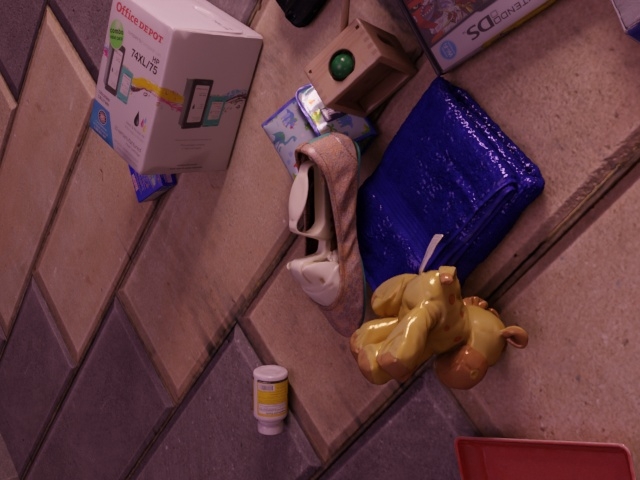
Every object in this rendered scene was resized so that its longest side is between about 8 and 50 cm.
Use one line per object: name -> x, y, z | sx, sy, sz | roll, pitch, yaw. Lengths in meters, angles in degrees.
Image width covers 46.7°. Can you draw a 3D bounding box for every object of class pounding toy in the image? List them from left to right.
pounding toy -> 0.050, -0.262, 1.055 | 0.130, 0.141, 0.100 | -39, 69, 28

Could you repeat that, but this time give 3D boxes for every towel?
towel -> 0.147, -0.046, 1.051 | 0.228, 0.076, 0.308 | 53, 130, 25

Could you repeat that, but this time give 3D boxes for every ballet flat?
ballet flat -> 0.000, 0.000, 1.094 | 0.107, 0.106, 0.316 | 10, 108, 50

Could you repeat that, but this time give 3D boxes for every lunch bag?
lunch bag -> 0.003, -0.172, 1.171 | 0.151, 0.096, 0.129 | -36, 71, 19

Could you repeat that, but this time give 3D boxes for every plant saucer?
plant saucer -> 0.315, 0.382, 0.974 | 0.259, 0.047, 0.259 | -13, 88, 47

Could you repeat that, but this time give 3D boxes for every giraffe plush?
giraffe plush -> 0.167, 0.124, 0.988 | 0.210, 0.170, 0.181 | -55, 16, 4

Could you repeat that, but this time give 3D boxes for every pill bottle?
pill bottle -> -0.092, 0.293, 1.363 | 0.065, 0.065, 0.116 | 12, 105, 44

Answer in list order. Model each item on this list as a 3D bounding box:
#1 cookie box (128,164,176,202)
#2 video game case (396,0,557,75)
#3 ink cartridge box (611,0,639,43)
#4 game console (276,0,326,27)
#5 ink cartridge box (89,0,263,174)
cookie box -> -0.359, -0.141, 1.579 | 0.107, 0.040, 0.092 | -24, 80, 45
video game case -> 0.181, -0.389, 0.940 | 0.248, 0.035, 0.275 | -28, 91, 45
ink cartridge box -> 0.419, -0.342, 0.729 | 0.303, 0.072, 0.307 | -30, 73, 44
game console -> 0.030, -0.491, 1.121 | 0.361, 0.044, 0.213 | -45, 64, 40
ink cartridge box -> -0.266, -0.287, 1.345 | 0.198, 0.197, 0.270 | 40, 123, 34
